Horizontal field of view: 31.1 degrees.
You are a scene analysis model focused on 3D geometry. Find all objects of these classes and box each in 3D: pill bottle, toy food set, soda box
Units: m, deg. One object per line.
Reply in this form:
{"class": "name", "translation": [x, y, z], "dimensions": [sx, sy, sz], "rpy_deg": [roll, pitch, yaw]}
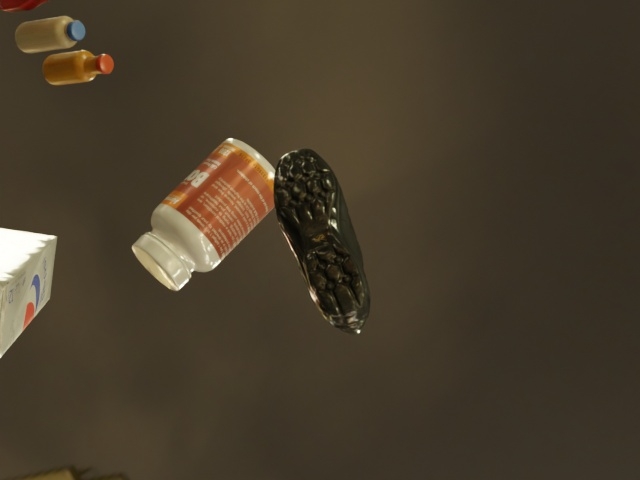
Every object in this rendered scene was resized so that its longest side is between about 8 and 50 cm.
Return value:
{"class": "pill bottle", "translation": [-0.163, -0.034, 1.649], "dimensions": [0.121, 0.216, 0.121], "rpy_deg": [38, -20, 16]}
{"class": "toy food set", "translation": [-0.324, -0.317, 1.434], "dimensions": [0.104, 0.111, 0.232], "rpy_deg": [1, -90, 36]}
{"class": "soda box", "translation": [-0.393, 0.055, 1.379], "dimensions": [0.286, 0.098, 0.091], "rpy_deg": [-105, -156, -79]}

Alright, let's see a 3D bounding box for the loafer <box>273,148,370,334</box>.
{"class": "loafer", "translation": [0.000, 0.000, 1.223], "dimensions": [0.078, 0.076, 0.223], "rpy_deg": [75, -3, -57]}
